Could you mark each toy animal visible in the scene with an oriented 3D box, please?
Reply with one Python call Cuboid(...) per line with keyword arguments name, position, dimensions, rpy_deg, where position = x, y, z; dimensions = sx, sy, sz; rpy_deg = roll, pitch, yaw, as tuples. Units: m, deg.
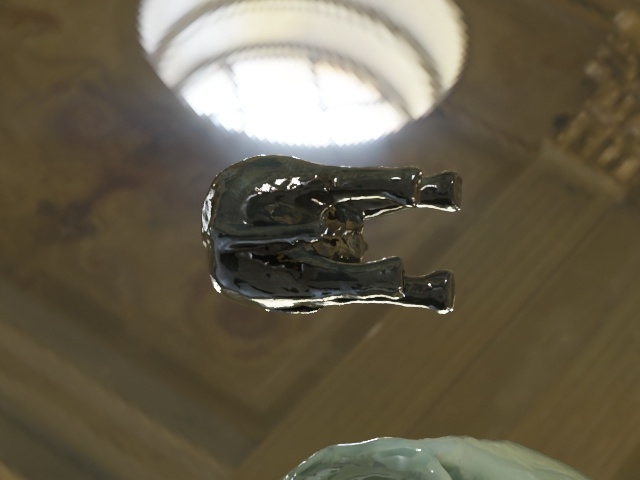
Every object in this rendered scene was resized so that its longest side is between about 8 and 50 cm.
Cuboid(name="toy animal", position=(0.010, 0.000, 1.108), dimensions=(0.137, 0.269, 0.082), rpy_deg=(1, -93, 8))

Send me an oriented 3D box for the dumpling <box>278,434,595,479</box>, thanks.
Cuboid(name="dumpling", position=(0.097, 0.242, 1.078), dimensions=(0.320, 0.270, 0.212), rpy_deg=(54, -23, 5))
